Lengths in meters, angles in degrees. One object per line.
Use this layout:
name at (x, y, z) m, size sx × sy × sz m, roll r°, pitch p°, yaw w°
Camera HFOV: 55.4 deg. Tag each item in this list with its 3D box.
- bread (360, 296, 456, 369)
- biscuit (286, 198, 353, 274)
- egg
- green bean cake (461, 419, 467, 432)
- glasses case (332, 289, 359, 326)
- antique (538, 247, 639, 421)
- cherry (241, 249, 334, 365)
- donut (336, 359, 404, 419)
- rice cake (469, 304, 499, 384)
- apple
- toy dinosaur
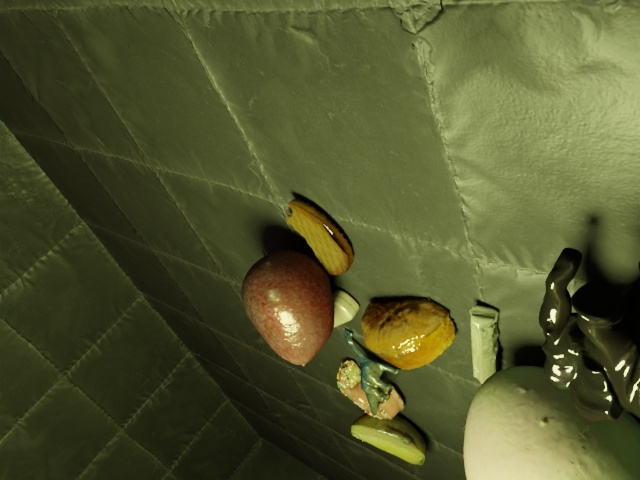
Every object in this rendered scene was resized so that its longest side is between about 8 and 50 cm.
bread at (0.184, 0.219, 1.396) m, size 0.129 × 0.134 × 0.260 m, roll 49°, pitch 153°, yaw -19°
biscuit at (0.001, -0.001, 1.409) m, size 0.176 × 0.031 × 0.228 m, roll 30°, pitch 154°, yaw 21°
egg at (0.426, 0.405, 1.157) m, size 0.339 × 0.355 × 0.354 m, roll 55°, pitch 156°, yaw 12°
green bean cake at (0.444, 0.452, 1.463) m, size 0.173 × 0.094 × 0.181 m, roll 32°, pitch 154°, yaw 18°
glasses case at (0.037, 0.186, 1.632) m, size 0.083 × 0.050 × 0.196 m, roll 40°, pitch 154°, yaw -6°
antique at (0.468, 0.157, 0.866) m, size 0.322 × 0.185 × 0.255 m, roll 23°, pitch 148°, yaw 24°
cherry at (-0.075, 0.155, 1.500) m, size 0.261 × 0.221 × 0.307 m, roll 84°, pitch 165°, yaw -76°
donut at (0.152, 0.478, 1.905) m, size 0.233 × 0.085 × 0.199 m, roll 25°, pitch 152°, yaw 30°
rice cake at (0.347, 0.224, 1.285) m, size 0.057 × 0.052 × 0.256 m, roll -3°, pitch 139°, yaw 14°
apple at (0.235, 0.622, 1.973) m, size 0.265 × 0.120 × 0.193 m, roll 22°, pitch 153°, yaw 7°
toy dinosaur at (0.124, 0.392, 1.767) m, size 0.188 × 0.075 × 0.247 m, roll 29°, pitch 129°, yaw 25°
